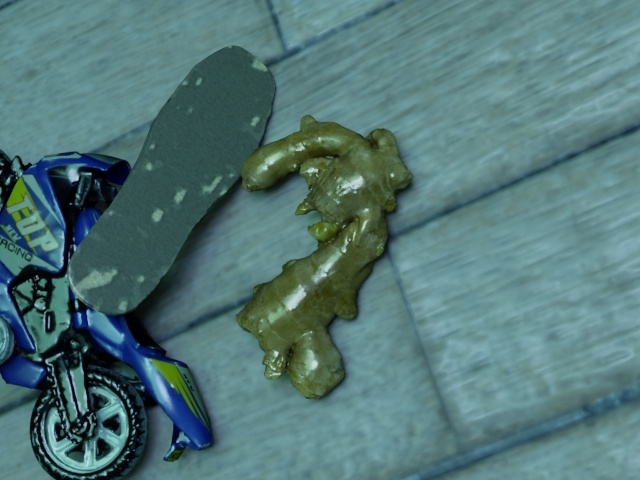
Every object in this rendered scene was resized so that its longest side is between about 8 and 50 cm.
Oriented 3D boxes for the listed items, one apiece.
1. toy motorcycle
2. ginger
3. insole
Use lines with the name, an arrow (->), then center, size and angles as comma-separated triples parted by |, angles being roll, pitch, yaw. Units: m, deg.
toy motorcycle -> -0.192, 0.039, 1.030 | 0.169, 0.113, 0.315 | -30, 77, 4
ginger -> 0.000, 0.000, 0.984 | 0.176, 0.052, 0.193 | -37, 72, 13
insole -> -0.109, -0.049, 1.015 | 0.081, 0.011, 0.248 | 36, 67, -9
